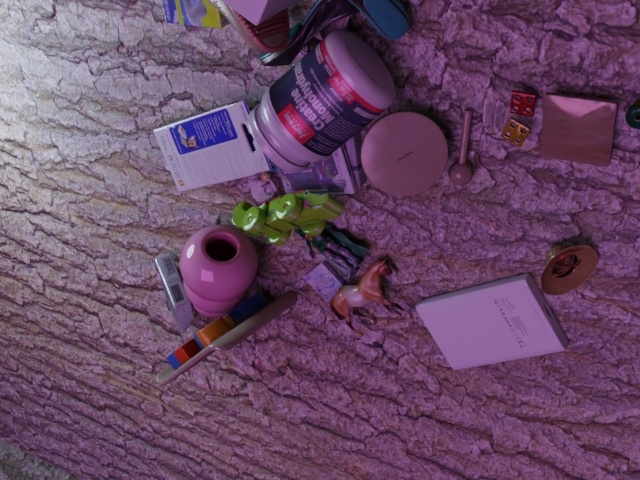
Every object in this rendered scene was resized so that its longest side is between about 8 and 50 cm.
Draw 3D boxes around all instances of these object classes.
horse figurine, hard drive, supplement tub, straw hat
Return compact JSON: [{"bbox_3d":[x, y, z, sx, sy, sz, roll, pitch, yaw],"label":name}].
[{"bbox_3d":[0.111,0.154,2.051,0.263,0.066,0.174,-24,117,40],"label":"horse figurine"},{"bbox_3d":[0.399,0.198,1.910,0.308,0.040,0.203,-19,110,42],"label":"hard drive"},{"bbox_3d":[0.001,-0.284,1.675,0.272,0.191,0.191,-37,98,27],"label":"supplement tub"},{"bbox_3d":[0.507,0.044,1.704,0.061,0.145,0.144,-119,27,-44],"label":"straw hat"}]

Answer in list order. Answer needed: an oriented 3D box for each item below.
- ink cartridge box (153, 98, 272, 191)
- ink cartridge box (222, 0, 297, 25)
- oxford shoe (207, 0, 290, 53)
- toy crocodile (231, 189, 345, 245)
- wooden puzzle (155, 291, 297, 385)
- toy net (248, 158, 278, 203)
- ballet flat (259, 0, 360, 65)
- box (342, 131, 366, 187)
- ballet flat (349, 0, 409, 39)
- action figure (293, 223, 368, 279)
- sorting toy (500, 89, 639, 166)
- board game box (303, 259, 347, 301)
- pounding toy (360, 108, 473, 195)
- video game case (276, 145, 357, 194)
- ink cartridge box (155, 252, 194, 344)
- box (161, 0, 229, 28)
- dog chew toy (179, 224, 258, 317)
[{"bbox_3d":[-0.254,-0.231,1.981,0.371,0.069,0.175,-7,109,46],"label":"ink cartridge box"},{"bbox_3d":[-0.093,-0.572,1.513,0.198,0.270,0.197,37,133,6],"label":"ink cartridge box"},{"bbox_3d":[-0.198,-0.545,1.694,0.146,0.140,0.397,-36,81,52],"label":"oxford shoe"},{"bbox_3d":[-0.083,-0.065,1.943,0.115,0.105,0.341,26,153,-37],"label":"toy crocodile"},{"bbox_3d":[-0.267,0.250,2.210,0.348,0.322,0.080,-32,90,45],"label":"wooden puzzle"},{"bbox_3d":[-0.110,-0.179,1.978,0.122,0.045,0.232,27,135,11],"label":"toy net"},{"bbox_3d":[-0.019,-0.429,1.699,0.096,0.095,0.280,41,136,-15],"label":"ballet flat"},{"bbox_3d":[0.024,-0.217,1.860,0.145,0.038,0.186,10,125,28],"label":"box"},{"bbox_3d":[0.079,-0.489,1.558,0.083,0.087,0.247,-40,121,8],"label":"ballet flat"},{"bbox_3d":[0.000,0.000,2.025,0.232,0.063,0.137,37,138,10],"label":"action figure"},{"bbox_3d":[0.483,-0.219,1.540,0.275,0.046,0.132,13,128,26],"label":"sorting toy"},{"bbox_3d":[0.013,0.106,2.118,0.090,0.020,0.090,46,135,-5],"label":"board game box"},{"bbox_3d":[0.201,-0.199,1.728,0.237,0.110,0.183,-4,112,2],"label":"pounding toy"},{"bbox_3d":[-0.023,-0.183,1.868,0.190,0.022,0.173,1,124,32],"label":"video game case"},{"bbox_3d":[-0.421,0.176,2.390,0.232,0.066,0.189,84,161,-56],"label":"ink cartridge box"},{"bbox_3d":[-0.295,-0.544,1.832,0.178,0.042,0.109,12,127,26],"label":"box"},{"bbox_3d":[-0.280,0.102,2.197,0.207,0.206,0.332,33,147,10],"label":"dog chew toy"}]
